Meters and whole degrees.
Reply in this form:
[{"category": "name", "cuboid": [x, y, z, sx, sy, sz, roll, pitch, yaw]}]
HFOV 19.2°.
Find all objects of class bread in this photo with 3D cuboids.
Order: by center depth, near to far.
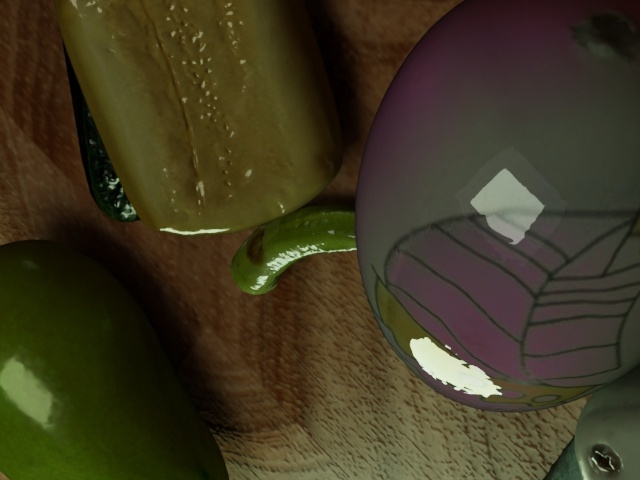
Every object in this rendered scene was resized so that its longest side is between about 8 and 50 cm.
[{"category": "bread", "cuboid": [-0.073, -0.108, 1.145, 0.098, 0.147, 0.217, -107, 2, -59]}]

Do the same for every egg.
[{"category": "egg", "cuboid": [0.109, -0.014, 0.974, 0.196, 0.196, 0.271, 39, 132, 15]}]

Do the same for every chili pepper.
[{"category": "chili pepper", "cuboid": [-0.001, -0.001, 1.229, 0.208, 0.043, 0.049, -17, 95, 51]}]

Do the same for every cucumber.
[{"category": "cucumber", "cuboid": [-0.130, -0.106, 1.249, 0.074, 0.074, 0.241, 27, 139, 28]}]

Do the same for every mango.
[{"category": "mango", "cuboid": [-0.189, 0.125, 1.445, 0.185, 0.149, 0.273, -6, 121, 46]}]

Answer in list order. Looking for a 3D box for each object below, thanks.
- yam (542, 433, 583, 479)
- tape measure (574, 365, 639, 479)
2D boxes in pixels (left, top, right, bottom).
[{"category": "yam", "cuboid": [0.161, 0.175, 1.191, 0.068, 0.068, 0.169, 41, 141, 12]}, {"category": "tape measure", "cuboid": [0.277, 0.138, 0.990, 0.258, 0.130, 0.265, -13, 111, 48]}]
